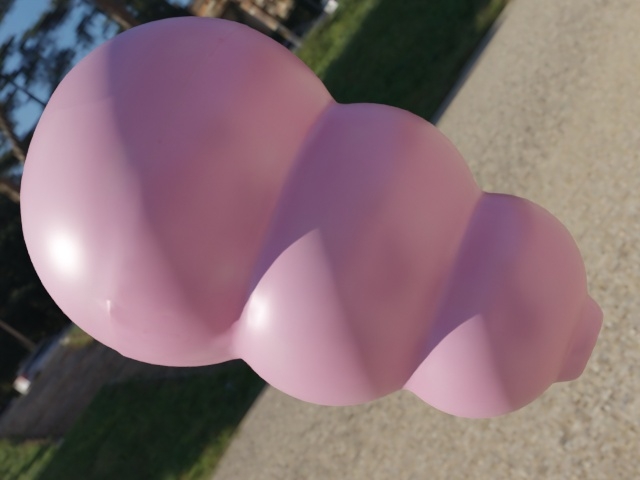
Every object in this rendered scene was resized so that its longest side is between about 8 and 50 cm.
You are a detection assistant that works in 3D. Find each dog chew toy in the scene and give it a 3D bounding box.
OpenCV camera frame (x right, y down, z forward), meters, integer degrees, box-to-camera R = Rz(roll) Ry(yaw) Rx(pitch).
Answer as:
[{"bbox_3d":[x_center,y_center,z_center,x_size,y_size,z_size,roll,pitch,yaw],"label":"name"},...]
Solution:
[{"bbox_3d":[0.000,0.000,0.702,0.206,0.331,0.207,20,-90,-82],"label":"dog chew toy"}]
